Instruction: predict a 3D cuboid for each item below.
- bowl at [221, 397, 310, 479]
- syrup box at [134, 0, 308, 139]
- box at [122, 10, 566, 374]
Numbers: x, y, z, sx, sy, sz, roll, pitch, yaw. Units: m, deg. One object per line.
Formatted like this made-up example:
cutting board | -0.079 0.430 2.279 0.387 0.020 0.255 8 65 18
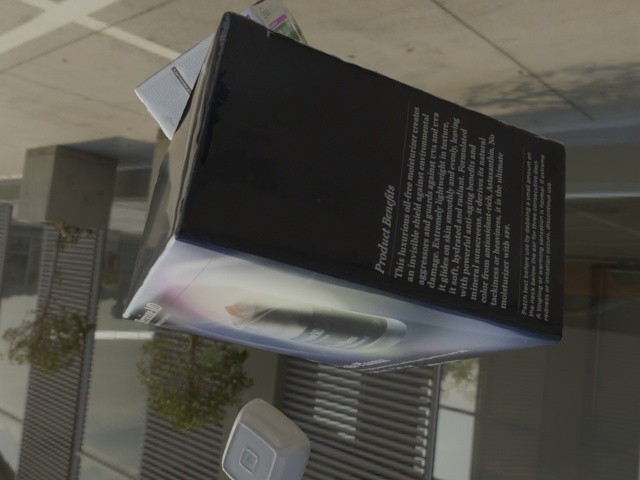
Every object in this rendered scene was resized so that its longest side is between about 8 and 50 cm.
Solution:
bowl | -0.094 0.336 0.970 0.142 0.142 0.053 29 -167 33
syrup box | -0.142 -0.246 0.893 0.237 0.096 0.093 -22 -157 30
box | 0.000 0.000 0.559 0.294 0.182 0.296 17 158 -18
